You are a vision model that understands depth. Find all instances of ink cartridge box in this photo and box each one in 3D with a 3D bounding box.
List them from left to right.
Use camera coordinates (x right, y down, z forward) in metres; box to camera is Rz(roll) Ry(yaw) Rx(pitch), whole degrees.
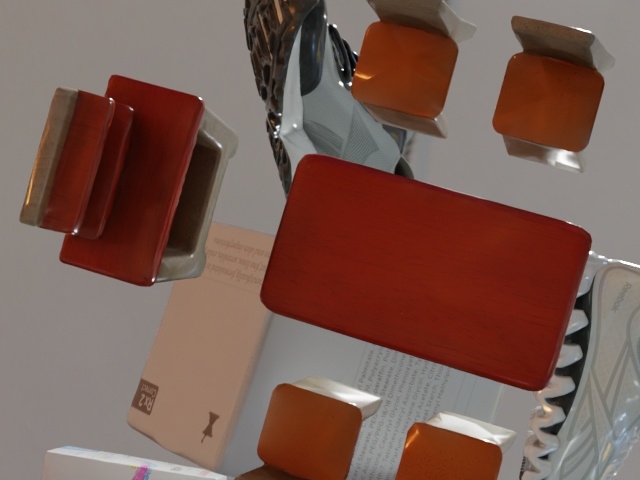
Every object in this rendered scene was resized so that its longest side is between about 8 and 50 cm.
[{"bbox_3d":[-0.128,0.204,1.316,0.143,0.092,0.090,9,-94,2],"label":"ink cartridge box"}]

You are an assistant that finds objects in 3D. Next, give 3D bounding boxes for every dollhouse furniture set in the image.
[{"bbox_3d":[0.000,0.000,0.897,0.259,0.135,0.262,15,-90,16],"label":"dollhouse furniture set"}]

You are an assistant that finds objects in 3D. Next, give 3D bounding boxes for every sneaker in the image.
[{"bbox_3d":[0.009,-0.103,1.299,0.108,0.100,0.271,-15,-31,0],"label":"sneaker"},{"bbox_3d":[0.232,0.155,1.546,0.118,0.110,0.292,9,-79,6],"label":"sneaker"}]

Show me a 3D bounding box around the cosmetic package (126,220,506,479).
[{"bbox_3d":[0.000,0.090,1.192,0.183,0.151,0.151,22,-95,-28],"label":"cosmetic package"}]
